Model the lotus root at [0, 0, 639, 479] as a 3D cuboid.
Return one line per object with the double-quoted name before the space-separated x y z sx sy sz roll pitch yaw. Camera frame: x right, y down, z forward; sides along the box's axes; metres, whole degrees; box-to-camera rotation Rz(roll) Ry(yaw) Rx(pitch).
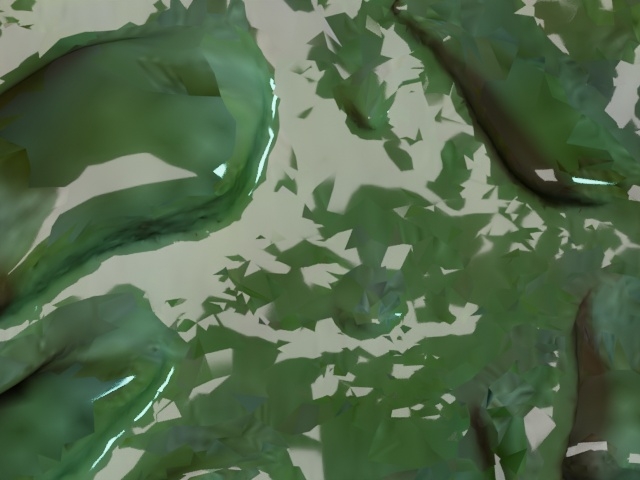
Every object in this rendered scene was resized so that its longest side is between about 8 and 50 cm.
"lotus root" 0.000 0.000 0.546 0.391 0.111 0.374 -5 109 -5
